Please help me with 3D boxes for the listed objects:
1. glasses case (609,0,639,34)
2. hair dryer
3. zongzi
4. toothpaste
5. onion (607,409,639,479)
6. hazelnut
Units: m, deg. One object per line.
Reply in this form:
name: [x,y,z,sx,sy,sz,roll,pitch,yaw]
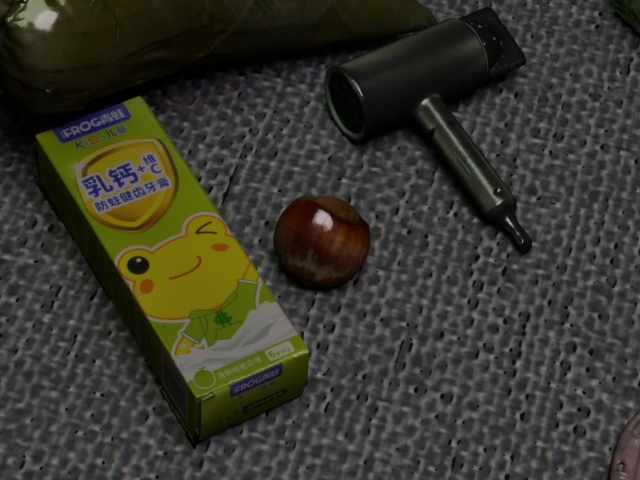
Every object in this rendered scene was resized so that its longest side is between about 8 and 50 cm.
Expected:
glasses case: [0.392,-0.175,1.758,0.062,0.095,0.272,-28,60,-21]
hair dryer: [0.147,-0.097,1.707,0.196,0.078,0.248,-24,69,-21]
zongzi: [-0.113,-0.204,1.665,0.393,0.174,0.356,24,38,5]
toothpaste: [-0.134,0.021,1.580,0.110,0.077,0.327,-23,59,-19]
onion: [0.365,0.194,1.468,0.250,0.111,0.247,-23,23,15]
hazelnut: [0.000,0.000,1.610,0.086,0.086,0.086,2,54,-3]
